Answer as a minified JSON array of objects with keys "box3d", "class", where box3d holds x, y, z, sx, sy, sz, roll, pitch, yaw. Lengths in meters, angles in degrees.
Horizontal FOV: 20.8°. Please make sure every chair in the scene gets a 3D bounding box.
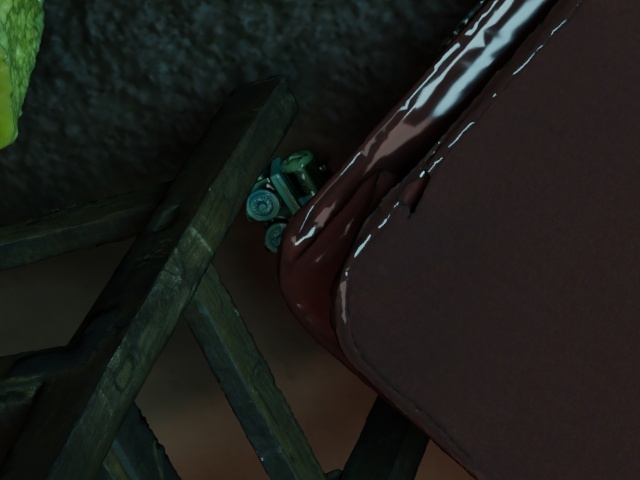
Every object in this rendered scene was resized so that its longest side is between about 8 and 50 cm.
[{"box3d":[-0.132,0.140,0.639,0.240,0.416,0.203,-12,118,25],"class":"chair"}]

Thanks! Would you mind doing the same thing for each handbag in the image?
[{"box3d":[0.152,-0.007,0.673,0.260,0.084,0.275,43,89,-21],"class":"handbag"}]

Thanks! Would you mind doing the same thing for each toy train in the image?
[{"box3d":[0.000,0.000,0.786,0.045,0.029,0.092,-27,112,12],"class":"toy train"}]

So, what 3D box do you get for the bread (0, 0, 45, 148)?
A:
[{"box3d":[-0.165,-0.104,0.696,0.111,0.114,0.129,10,121,2],"class":"bread"}]
